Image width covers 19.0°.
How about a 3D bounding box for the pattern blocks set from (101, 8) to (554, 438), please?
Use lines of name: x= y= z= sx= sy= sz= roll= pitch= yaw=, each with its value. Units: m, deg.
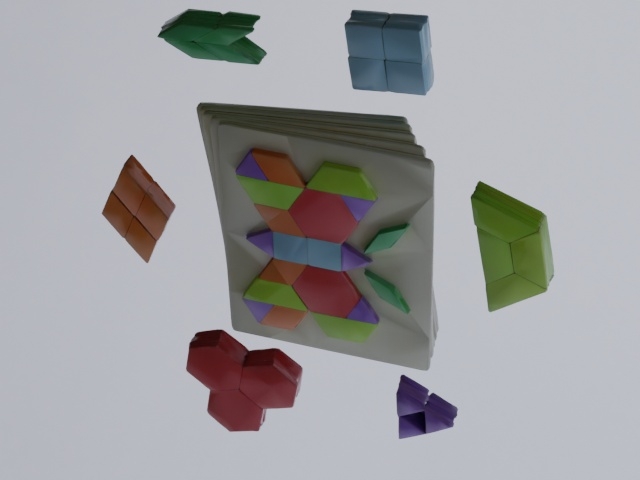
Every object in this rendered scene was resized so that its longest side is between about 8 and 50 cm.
pattern blocks set: x=0.000 y=0.000 z=1.169 sx=0.285 sy=0.324 sz=0.026 roll=-2 pitch=-143 yaw=25
